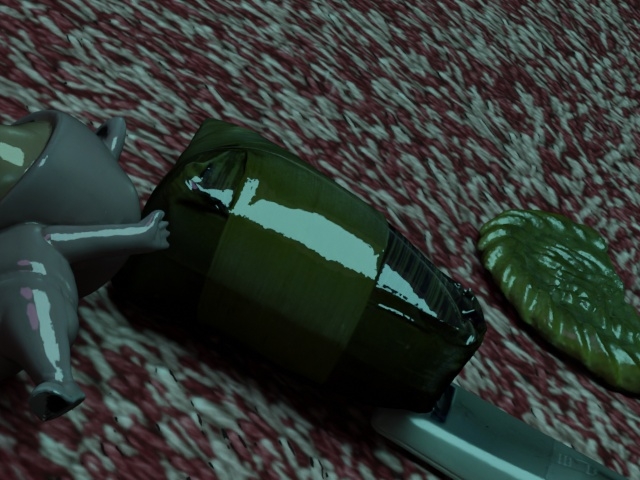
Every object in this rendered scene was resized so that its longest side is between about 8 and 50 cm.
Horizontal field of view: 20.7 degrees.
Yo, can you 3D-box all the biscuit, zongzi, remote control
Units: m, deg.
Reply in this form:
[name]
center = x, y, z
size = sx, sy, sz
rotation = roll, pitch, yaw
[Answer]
[biscuit]
center = 0.243, 0.043, 1.786
size = 0.187, 0.036, 0.273
rotation = 20, 30, -22
[zongzi]
center = 0.000, 0.000, 1.489
size = 0.289, 0.154, 0.317
rotation = 29, 24, -5
[remote control]
center = 0.193, 0.196, 1.472
size = 0.313, 0.055, 0.109
rotation = 31, 28, -1

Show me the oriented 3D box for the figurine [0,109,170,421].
[figurine]
center = -0.224, 0.004, 1.249
size = 0.186, 0.176, 0.287
rotation = 47, 35, -28
